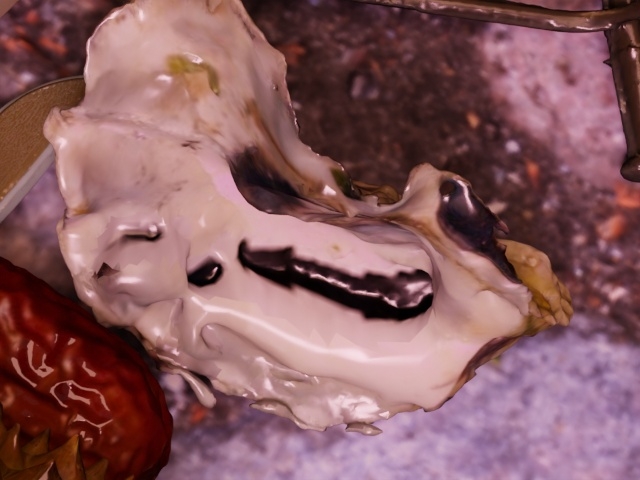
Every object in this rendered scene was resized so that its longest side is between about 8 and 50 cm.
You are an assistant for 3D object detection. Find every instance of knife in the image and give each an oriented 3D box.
[{"bbox_3d":[-0.248,0.014,1.107,0.061,0.027,0.343,32,69,27],"label":"knife"}]

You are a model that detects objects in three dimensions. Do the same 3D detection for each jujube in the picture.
[{"bbox_3d":[-0.163,0.081,1.060,0.176,0.112,0.109,43,34,8],"label":"jujube"}]

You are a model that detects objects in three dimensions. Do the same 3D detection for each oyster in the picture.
[{"bbox_3d":[0.000,-0.001,1.070,0.351,0.238,0.114,20,46,-22],"label":"oyster"}]

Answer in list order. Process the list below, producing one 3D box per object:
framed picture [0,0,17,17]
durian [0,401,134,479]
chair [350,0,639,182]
[{"bbox_3d":[-0.356,-0.186,1.055,0.326,0.028,0.446,48,65,-19],"label":"framed picture"},{"bbox_3d":[-0.202,0.252,0.899,0.384,0.347,0.347,19,73,-10],"label":"durian"},{"bbox_3d":[0.088,-0.305,1.093,0.362,0.364,0.410,7,69,-7],"label":"chair"}]
